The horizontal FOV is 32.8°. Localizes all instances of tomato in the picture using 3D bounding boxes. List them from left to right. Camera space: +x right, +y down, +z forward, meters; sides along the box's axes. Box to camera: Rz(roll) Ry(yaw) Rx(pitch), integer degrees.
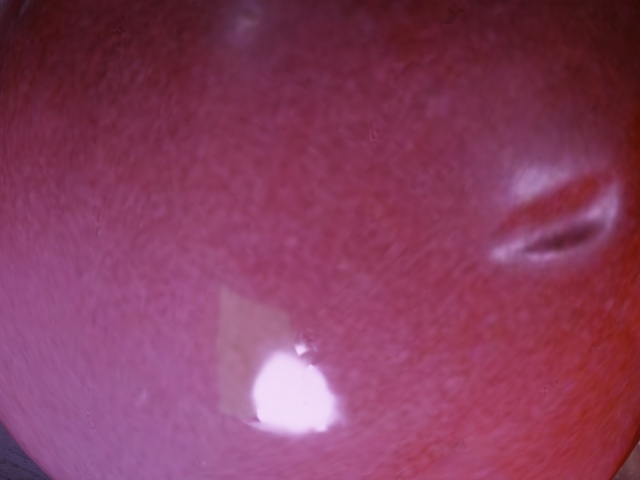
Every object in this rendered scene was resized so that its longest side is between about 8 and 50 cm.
[{"bbox_3d":[0.000,0.000,0.474,0.341,0.272,0.341,20,155,10],"label":"tomato"}]

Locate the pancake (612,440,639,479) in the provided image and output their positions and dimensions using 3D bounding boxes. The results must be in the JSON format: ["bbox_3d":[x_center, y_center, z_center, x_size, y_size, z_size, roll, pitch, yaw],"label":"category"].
[{"bbox_3d":[0.285,0.152,0.708,0.242,0.050,0.241,10,135,10],"label":"pancake"}]
